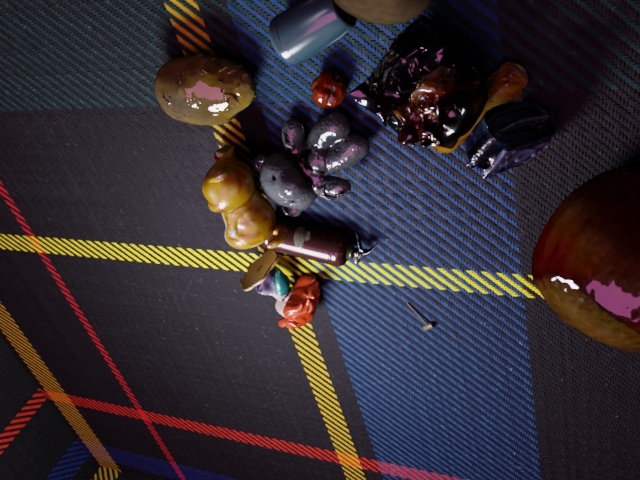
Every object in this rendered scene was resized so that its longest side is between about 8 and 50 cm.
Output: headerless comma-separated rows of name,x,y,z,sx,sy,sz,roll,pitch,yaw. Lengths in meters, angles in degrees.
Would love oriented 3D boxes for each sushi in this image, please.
sushi,0.237,-0.303,1.469,0.227,0.215,0.212,-43,62,29

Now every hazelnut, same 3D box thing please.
hazelnut,0.684,0.044,1.488,0.421,0.353,0.420,6,105,23

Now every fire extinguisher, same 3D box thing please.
fire extinguisher,0.000,0.000,1.993,0.344,0.102,0.138,13,133,18

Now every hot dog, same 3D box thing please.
hot dog,0.349,-0.289,1.558,0.083,0.068,0.289,33,137,-13

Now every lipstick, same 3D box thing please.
lipstick,-0.235,-0.160,1.992,0.080,0.080,0.241,3,131,27

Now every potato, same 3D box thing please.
potato,-0.299,-0.385,1.775,0.296,0.141,0.191,-3,130,28

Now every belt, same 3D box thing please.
belt,0.405,-0.216,1.499,0.122,0.218,0.128,57,146,20

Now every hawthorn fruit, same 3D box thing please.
hawthorn fruit,0.021,-0.365,1.657,0.093,0.093,0.093,15,135,16

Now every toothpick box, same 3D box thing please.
toothpick box,-0.014,-0.481,1.541,0.184,0.120,0.120,-19,118,37

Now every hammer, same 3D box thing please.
hammer,0.300,0.230,2.104,0.110,0.019,0.035,45,135,-12

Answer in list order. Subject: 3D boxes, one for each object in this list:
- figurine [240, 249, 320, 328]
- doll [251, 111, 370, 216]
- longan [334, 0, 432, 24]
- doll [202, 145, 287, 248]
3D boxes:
figurine,-0.102,0.168,2.162,0.208,0.181,0.257,-39,115,16
doll,-0.037,-0.193,1.792,0.340,0.158,0.246,-27,105,44
longan,0.105,-0.566,1.285,0.289,0.288,0.350,13,143,19
doll,-0.223,-0.100,1.887,0.162,0.166,0.269,-25,123,17
